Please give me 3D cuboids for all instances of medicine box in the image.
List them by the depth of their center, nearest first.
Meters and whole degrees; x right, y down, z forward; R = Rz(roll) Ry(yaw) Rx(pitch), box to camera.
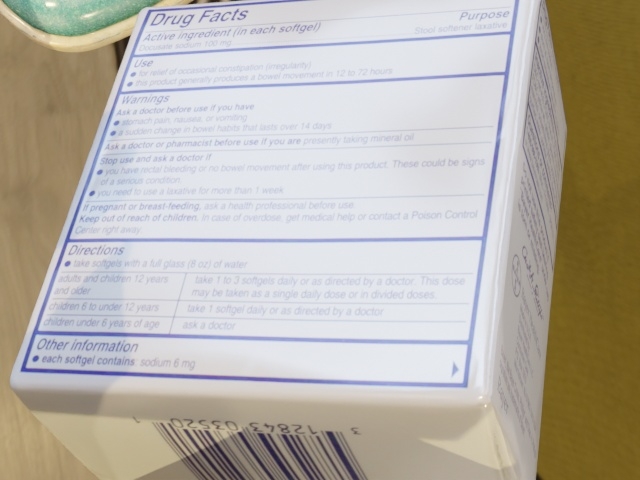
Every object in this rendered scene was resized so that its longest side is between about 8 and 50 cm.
[{"bbox_3d":[0.000,0.000,0.753,0.263,0.289,0.149,0,145,19],"label":"medicine box"}]

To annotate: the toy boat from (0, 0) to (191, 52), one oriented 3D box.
[{"bbox_3d":[-0.104,-0.223,0.952,0.267,0.148,0.318,-43,84,-10],"label":"toy boat"}]
